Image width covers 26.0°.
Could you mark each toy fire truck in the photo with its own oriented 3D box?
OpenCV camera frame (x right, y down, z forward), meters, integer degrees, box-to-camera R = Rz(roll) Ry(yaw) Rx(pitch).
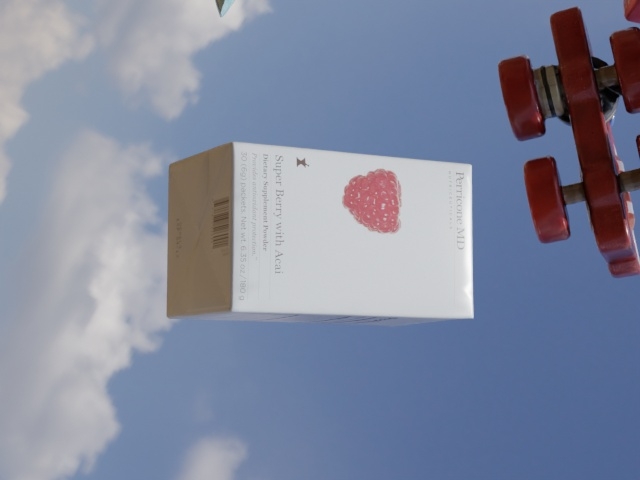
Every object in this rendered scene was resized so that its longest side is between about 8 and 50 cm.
[{"bbox_3d":[0.327,-0.113,1.657,0.169,0.254,0.302,-14,-102,12],"label":"toy fire truck"}]

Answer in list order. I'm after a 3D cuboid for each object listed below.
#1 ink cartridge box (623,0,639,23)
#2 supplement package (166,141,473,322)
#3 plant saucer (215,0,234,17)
[{"bbox_3d":[0.490,-0.346,1.562,0.283,0.207,0.117,112,-11,-66],"label":"ink cartridge box"},{"bbox_3d":[0.000,0.000,1.505,0.175,0.293,0.177,-11,-103,61],"label":"supplement package"},{"bbox_3d":[-0.107,-0.403,1.918,0.195,0.037,0.195,-60,-177,5],"label":"plant saucer"}]
